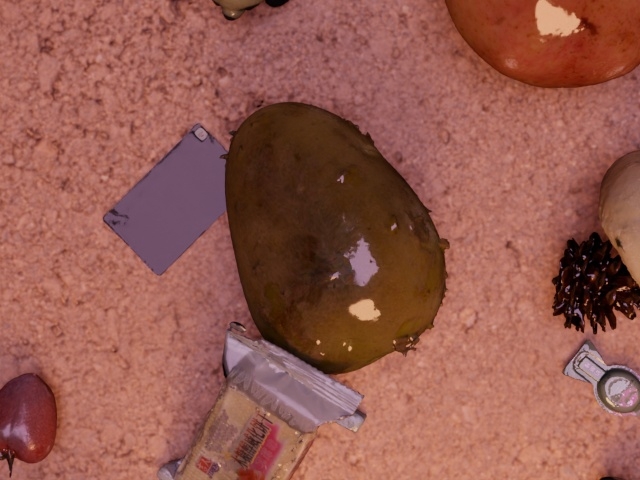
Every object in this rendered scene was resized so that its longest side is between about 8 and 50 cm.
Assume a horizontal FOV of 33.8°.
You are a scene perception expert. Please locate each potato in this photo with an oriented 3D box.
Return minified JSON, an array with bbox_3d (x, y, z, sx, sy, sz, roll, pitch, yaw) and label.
[{"bbox_3d":[0.013,-0.012,1.344,0.270,0.219,0.359,-20,86,23],"label":"potato"}]

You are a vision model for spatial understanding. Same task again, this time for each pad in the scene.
[{"bbox_3d":[-0.197,-0.057,1.459,0.116,0.004,0.193,45,90,2],"label":"pad"}]

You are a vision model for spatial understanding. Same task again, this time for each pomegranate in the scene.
[{"bbox_3d":[0.307,-0.357,1.296,0.338,0.338,0.338,0,89,1],"label":"pomegranate"}]

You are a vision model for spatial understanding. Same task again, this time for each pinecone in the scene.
[{"bbox_3d":[0.365,0.057,1.379,0.121,0.140,0.140,17,90,16],"label":"pinecone"}]

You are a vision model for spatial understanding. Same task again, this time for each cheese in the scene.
[{"bbox_3d":[0.393,0.193,1.431,0.121,0.026,0.067,38,90,2],"label":"cheese"}]

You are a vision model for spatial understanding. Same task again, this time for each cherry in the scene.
[{"bbox_3d":[-0.402,0.248,1.420,0.106,0.087,0.126,33,72,8],"label":"cherry"}]

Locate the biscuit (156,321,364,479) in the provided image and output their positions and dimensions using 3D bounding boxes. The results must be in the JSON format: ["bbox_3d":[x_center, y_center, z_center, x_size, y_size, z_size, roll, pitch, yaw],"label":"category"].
[{"bbox_3d":[-0.090,0.252,1.358,0.186,0.079,0.309,33,127,5],"label":"biscuit"}]

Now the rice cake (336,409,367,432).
[{"bbox_3d":[-0.016,0.201,1.438,0.180,0.030,0.042,34,86,1],"label":"rice cake"}]

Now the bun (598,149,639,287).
[{"bbox_3d":[0.472,-0.022,1.333,0.160,0.259,0.259,-39,88,28],"label":"bun"}]

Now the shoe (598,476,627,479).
[{"bbox_3d":[0.441,0.396,1.393,0.106,0.091,0.207,-44,92,-5],"label":"shoe"}]

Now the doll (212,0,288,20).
[{"bbox_3d":[-0.077,-0.405,1.401,0.143,0.135,0.234,38,94,4],"label":"doll"}]
